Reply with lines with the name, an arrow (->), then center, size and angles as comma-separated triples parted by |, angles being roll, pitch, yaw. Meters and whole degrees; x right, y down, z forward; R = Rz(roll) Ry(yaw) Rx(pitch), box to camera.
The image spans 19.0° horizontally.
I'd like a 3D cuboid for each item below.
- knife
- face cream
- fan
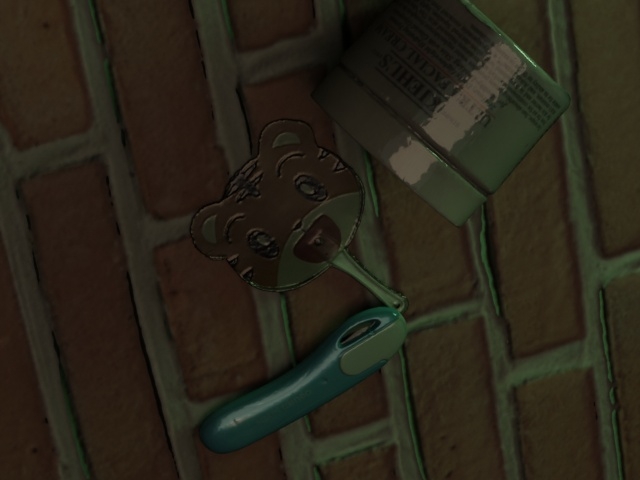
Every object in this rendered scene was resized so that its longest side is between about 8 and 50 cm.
knife -> -0.016, 0.131, 1.788 | 0.222, 0.031, 0.064 | -32, 120, 2
face cream -> 0.104, -0.123, 1.637 | 0.177, 0.177, 0.153 | 38, 96, -25
fan -> 0.000, 0.000, 1.751 | 0.226, 0.008, 0.152 | 38, 97, -25
